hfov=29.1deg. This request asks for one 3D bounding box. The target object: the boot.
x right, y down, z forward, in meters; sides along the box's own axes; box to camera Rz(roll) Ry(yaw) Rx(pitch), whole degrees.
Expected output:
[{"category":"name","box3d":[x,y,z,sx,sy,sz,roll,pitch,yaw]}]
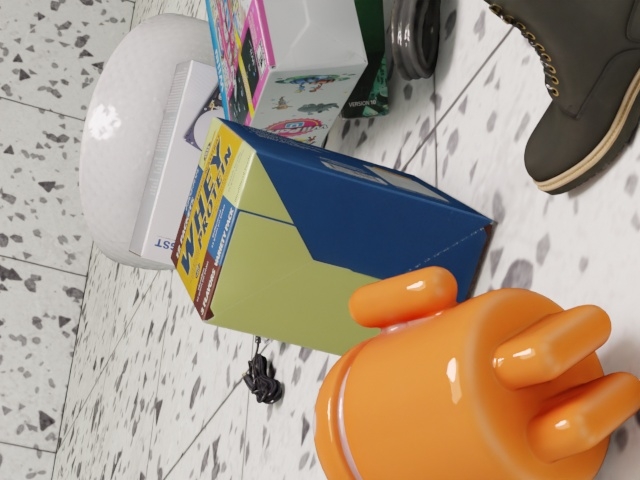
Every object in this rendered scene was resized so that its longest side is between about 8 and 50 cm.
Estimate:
[{"category":"boot","box3d":[0.142,-0.120,0.769,0.077,0.137,0.198,-92,23,-44]}]

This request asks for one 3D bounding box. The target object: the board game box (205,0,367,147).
[{"category":"board game box","box3d":[-0.047,-0.223,1.240,0.303,0.097,0.224,123,138,-75]}]

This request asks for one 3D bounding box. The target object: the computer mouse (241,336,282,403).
[{"category":"computer mouse","box3d":[-0.049,0.081,1.379,0.106,0.042,0.193,-151,71,-77]}]

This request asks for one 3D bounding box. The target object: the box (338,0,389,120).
[{"category":"box","box3d":[0.010,-0.304,1.290,0.232,0.058,0.322,-130,32,-69]}]

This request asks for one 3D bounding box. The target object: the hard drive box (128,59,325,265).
[{"category":"hard drive box","box3d":[-0.104,-0.073,1.441,0.089,0.181,0.232,-165,89,-71]}]

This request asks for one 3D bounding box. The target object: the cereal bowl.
[{"category":"cereal bowl","box3d":[-0.162,-0.119,1.597,0.339,0.141,0.339,12,-90,-69]}]

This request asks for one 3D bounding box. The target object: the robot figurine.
[{"category":"robot figurine","box3d":[0.083,0.106,0.737,0.219,0.158,0.128,-26,37,46]}]

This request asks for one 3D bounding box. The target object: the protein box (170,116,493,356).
[{"category":"protein box","box3d":[0.000,0.000,1.011,0.201,0.199,0.136,-137,63,-72]}]

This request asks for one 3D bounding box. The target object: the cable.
[{"category":"cable","box3d":[0.086,-0.289,1.164,0.139,0.072,0.287,7,-93,-69]}]
